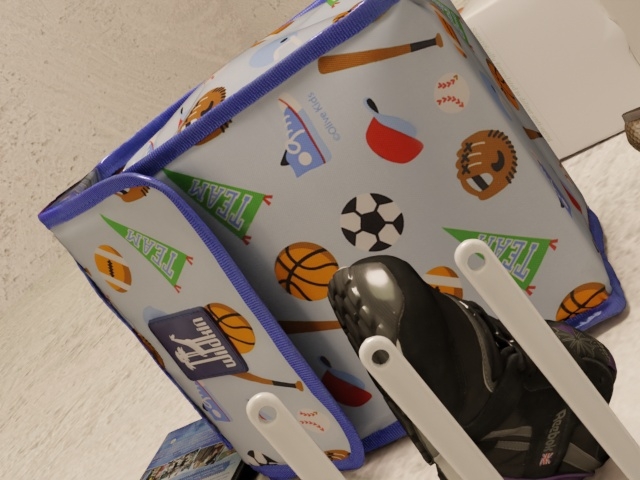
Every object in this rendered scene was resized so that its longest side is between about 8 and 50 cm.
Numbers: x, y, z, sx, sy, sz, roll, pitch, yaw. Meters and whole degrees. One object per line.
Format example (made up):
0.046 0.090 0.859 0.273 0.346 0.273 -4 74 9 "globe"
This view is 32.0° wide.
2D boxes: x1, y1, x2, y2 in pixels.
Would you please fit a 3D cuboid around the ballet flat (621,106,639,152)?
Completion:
0.371 -0.113 0.943 0.250 0.058 0.084 -14 6 43 "ballet flat"

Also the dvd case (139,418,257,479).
-0.133 0.250 1.082 0.180 0.022 0.253 -27 19 33 "dvd case"

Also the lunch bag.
0.000 0.000 0.937 0.385 0.328 0.239 -31 16 18 "lunch bag"

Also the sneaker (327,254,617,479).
0.100 0.072 0.641 0.124 0.283 0.107 -33 52 1 "sneaker"

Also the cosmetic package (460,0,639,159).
0.301 -0.273 1.264 0.155 0.197 0.365 -26 19 37 "cosmetic package"

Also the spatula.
0.093 0.126 0.530 0.168 0.242 0.019 -38 8 6 "spatula"

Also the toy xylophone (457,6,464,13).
0.245 -0.337 1.763 0.323 0.081 0.236 -28 19 32 "toy xylophone"
